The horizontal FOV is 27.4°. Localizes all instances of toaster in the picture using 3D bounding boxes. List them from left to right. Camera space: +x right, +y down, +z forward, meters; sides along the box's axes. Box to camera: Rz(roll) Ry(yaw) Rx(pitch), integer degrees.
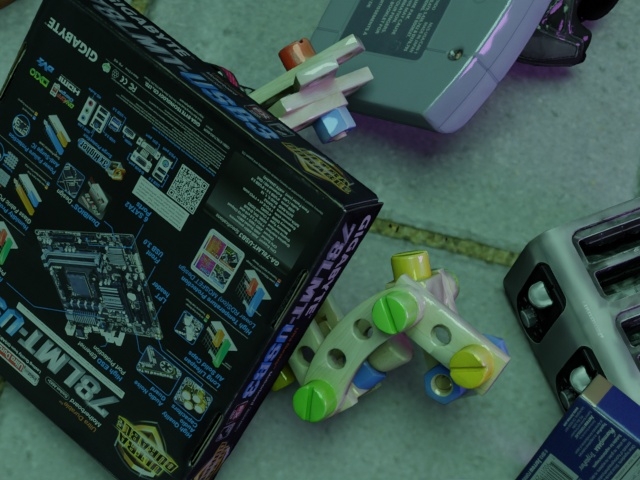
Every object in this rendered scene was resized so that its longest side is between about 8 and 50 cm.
[{"bbox_3d":[0.265,0.062,1.061,0.185,0.110,0.168,-19,69,-10],"label":"toaster"}]

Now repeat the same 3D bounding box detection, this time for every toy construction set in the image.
[{"bbox_3d":[0.000,0.000,1.030,0.215,0.151,0.328,-30,72,29],"label":"toy construction set"}]

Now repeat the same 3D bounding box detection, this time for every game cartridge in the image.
[{"bbox_3d":[0.114,-0.234,1.143,0.196,0.060,0.294,18,77,46],"label":"game cartridge"}]

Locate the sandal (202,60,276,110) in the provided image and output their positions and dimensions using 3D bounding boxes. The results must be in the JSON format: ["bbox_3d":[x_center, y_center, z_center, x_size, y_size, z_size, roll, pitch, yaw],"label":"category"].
[{"bbox_3d":[-0.108,-0.133,1.173,0.179,0.040,0.067,30,68,11],"label":"sandal"}]

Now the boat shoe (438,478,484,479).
[{"bbox_3d":[0.051,0.240,0.980,0.302,0.094,0.109,-3,72,-2],"label":"boat shoe"}]

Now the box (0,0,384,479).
[{"bbox_3d":[-0.145,0.006,0.995,0.295,0.073,0.293,37,114,18],"label":"box"}]

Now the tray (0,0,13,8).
[{"bbox_3d":[-0.311,-0.336,1.240,0.411,0.076,0.203,-34,71,-16],"label":"tray"}]

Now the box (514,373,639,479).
[{"bbox_3d":[0.262,0.215,0.978,0.225,0.136,0.036,40,49,15],"label":"box"}]

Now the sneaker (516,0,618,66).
[{"bbox_3d":[0.219,-0.273,1.217,0.135,0.098,0.276,13,68,4],"label":"sneaker"}]
